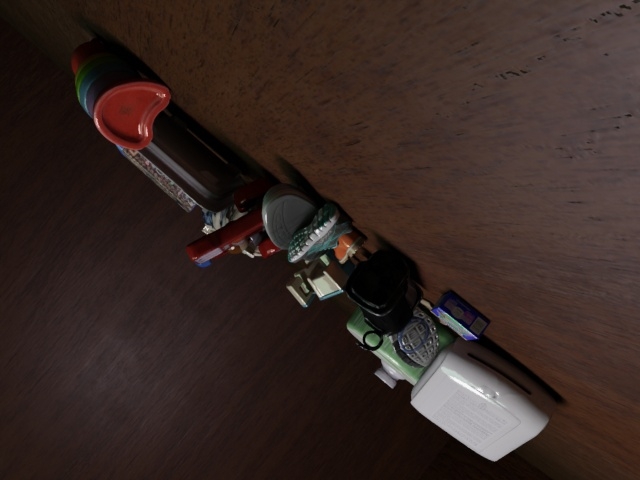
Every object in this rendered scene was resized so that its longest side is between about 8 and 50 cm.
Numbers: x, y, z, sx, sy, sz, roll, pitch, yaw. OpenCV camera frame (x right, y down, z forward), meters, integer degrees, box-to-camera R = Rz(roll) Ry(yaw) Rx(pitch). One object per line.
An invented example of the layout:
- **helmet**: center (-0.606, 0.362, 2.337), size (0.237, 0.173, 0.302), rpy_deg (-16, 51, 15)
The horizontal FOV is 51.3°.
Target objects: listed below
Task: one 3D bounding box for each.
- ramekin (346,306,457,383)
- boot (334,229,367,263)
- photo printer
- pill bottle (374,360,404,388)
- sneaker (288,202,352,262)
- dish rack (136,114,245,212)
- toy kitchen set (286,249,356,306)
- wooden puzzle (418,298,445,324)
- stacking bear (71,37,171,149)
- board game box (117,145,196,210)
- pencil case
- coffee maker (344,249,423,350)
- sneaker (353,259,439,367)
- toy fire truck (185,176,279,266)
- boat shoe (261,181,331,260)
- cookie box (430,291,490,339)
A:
- **ramekin**: center (0.212, 0.250, 1.713), size (0.303, 0.148, 0.303), rpy_deg (39, 173, 6)
- **boot**: center (0.046, -0.002, 1.409), size (0.084, 0.059, 0.158), rpy_deg (43, 165, 4)
- **photo printer**: center (0.344, 0.340, 1.433), size (0.256, 0.107, 0.308), rpy_deg (33, 151, 12)
- **pill bottle**: center (0.256, 0.370, 2.093), size (0.103, 0.184, 0.103), rpy_deg (39, 174, 5)
- **sneaker**: center (0.000, 0.000, 1.319), size (0.076, 0.166, 0.065), rpy_deg (27, -139, -28)
- **dish rack**: center (-0.343, -0.219, 1.733), size (0.332, 0.072, 0.285), rpy_deg (40, -163, 1)
- **toy kitchen set**: center (0.043, 0.078, 1.573), size (0.166, 0.207, 0.122), rpy_deg (-26, 108, 44)
- **wooden puzzle**: center (0.248, 0.154, 1.483), size (0.078, 0.014, 0.116), rpy_deg (49, 170, -29)
- **stacking bear**: center (-0.503, -0.372, 1.577), size (0.164, 0.175, 0.289), rpy_deg (7, -147, -45)
- **board game box**: center (-0.464, -0.236, 2.044), size (0.291, 0.141, 0.232), rpy_deg (42, 172, -9)
- **pencil case**: center (-0.239, -0.060, 2.020), size (0.159, 0.184, 0.410), rpy_deg (24, 180, -25)
- **coffee maker**: center (0.121, 0.121, 1.291), size (0.120, 0.171, 0.178), rpy_deg (8, 164, 19)
- **sneaker**: center (0.175, 0.159, 1.530), size (0.297, 0.111, 0.129), rpy_deg (58, -177, -10)
- **toy fire truck**: center (-0.200, -0.017, 1.616), size (0.169, 0.253, 0.302), rpy_deg (63, 173, 1)
- **boat shoe**: center (-0.053, -0.047, 1.410), size (0.103, 0.118, 0.320), rpy_deg (56, -173, 24)
- **cookie box**: center (0.256, 0.141, 1.230), size (0.091, 0.040, 0.107), rpy_deg (38, 174, 7)
